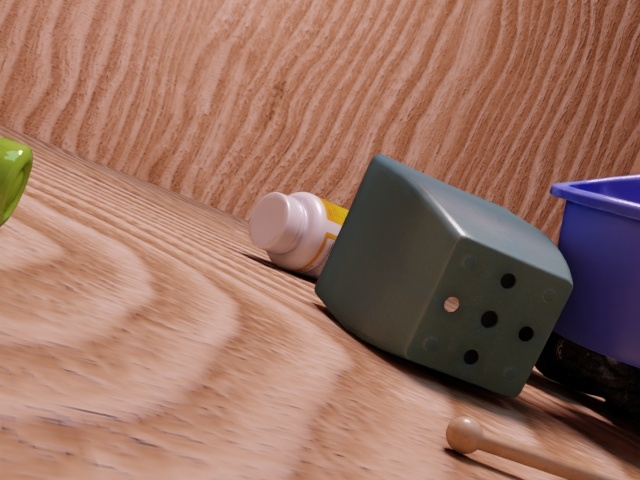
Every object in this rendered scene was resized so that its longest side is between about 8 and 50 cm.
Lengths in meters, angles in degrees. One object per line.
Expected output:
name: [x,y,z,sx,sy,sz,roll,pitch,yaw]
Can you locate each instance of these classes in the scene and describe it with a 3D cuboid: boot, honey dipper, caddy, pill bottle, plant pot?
boot: [0.469,0.179,0.883,0.348,0.131,0.260,7,-2,-11]
honey dipper: [0.138,0.120,0.354,0.161,0.030,0.030,18,1,-4]
caddy: [0.370,0.028,0.632,0.342,0.179,0.241,18,12,24]
pill bottle: [0.000,0.000,1.048,0.215,0.117,0.117,22,1,-43]
plant pot: [0.112,0.037,0.645,0.166,0.165,0.234,22,9,-11]

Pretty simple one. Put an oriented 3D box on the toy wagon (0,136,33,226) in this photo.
toy wagon: [-0.283,-0.074,0.304,0.267,0.068,0.344,22,1,-13]
